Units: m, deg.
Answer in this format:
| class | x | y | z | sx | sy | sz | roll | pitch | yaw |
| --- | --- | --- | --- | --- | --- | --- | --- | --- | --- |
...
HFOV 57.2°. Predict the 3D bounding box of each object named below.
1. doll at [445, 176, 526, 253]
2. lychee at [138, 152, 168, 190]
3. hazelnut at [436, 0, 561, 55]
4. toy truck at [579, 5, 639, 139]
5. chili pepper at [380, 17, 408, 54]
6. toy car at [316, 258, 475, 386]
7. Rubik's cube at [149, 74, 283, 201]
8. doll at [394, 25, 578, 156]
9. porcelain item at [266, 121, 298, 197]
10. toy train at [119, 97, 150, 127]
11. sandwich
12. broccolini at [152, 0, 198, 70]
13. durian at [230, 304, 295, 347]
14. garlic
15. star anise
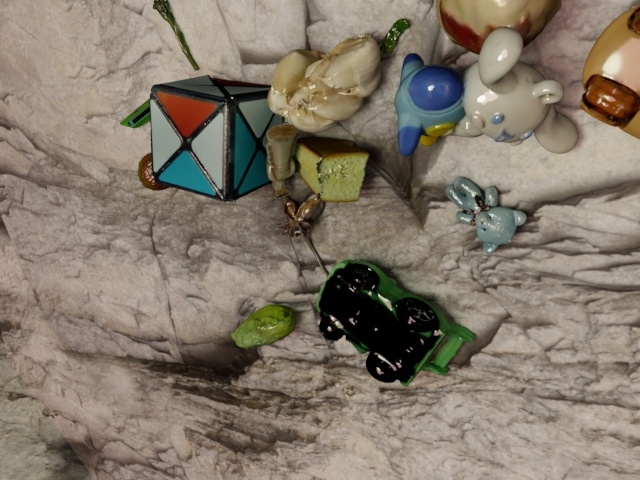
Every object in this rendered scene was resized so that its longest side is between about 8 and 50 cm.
| class | x | y | z | sx | sy | sz | roll | pitch | yaw |
| --- | --- | --- | --- | --- | --- | --- | --- | --- | --- |
| doll | 0.345 | -0.062 | 1.267 | 0.180 | 0.075 | 0.120 | 44 | 121 | 9 |
| lychee | -0.468 | -0.198 | 1.686 | 0.146 | 0.114 | 0.114 | 26 | 122 | 46 |
| hazelnut | 0.335 | -0.454 | 1.062 | 0.241 | 0.261 | 0.261 | 16 | 120 | -9 |
| toy truck | 0.587 | -0.263 | 0.966 | 0.288 | 0.211 | 0.204 | 33 | 121 | 13 |
| chili pepper | 0.159 | -0.443 | 1.270 | 0.030 | 0.034 | 0.091 | 26 | 125 | -18 |
| toy car | 0.167 | 0.197 | 1.421 | 0.358 | 0.176 | 0.214 | 37 | 122 | 19 |
| Rubik's cube | -0.250 | -0.261 | 1.450 | 0.249 | 0.248 | 0.247 | 16 | 116 | 25 |
| doll | 0.268 | -0.247 | 1.100 | 0.365 | 0.187 | 0.376 | 4 | 150 | 39 |
| porcelain item | -0.096 | -0.188 | 1.422 | 0.054 | 0.084 | 0.213 | 58 | 158 | 28 |
| toy train | -0.500 | -0.365 | 1.684 | 0.209 | 0.044 | 0.042 | -24 | 96 | 36 |
| sandwich | 0.015 | -0.182 | 1.399 | 0.236 | 0.128 | 0.122 | -127 | 38 | -60 |
| broccolini | -0.376 | -0.551 | 1.550 | 0.218 | 0.042 | 0.044 | 58 | 153 | -5 |
| durian | -0.148 | 0.243 | 1.642 | 0.250 | 0.139 | 0.101 | -23 | 100 | 36 |
| garlic | 0.005 | -0.331 | 1.303 | 0.281 | 0.203 | 0.185 | 1 | 127 | 27 |
| star anise | 0.000 | 0.000 | 1.537 | 0.148 | 0.219 | 0.227 | -32 | 135 | 7 |
